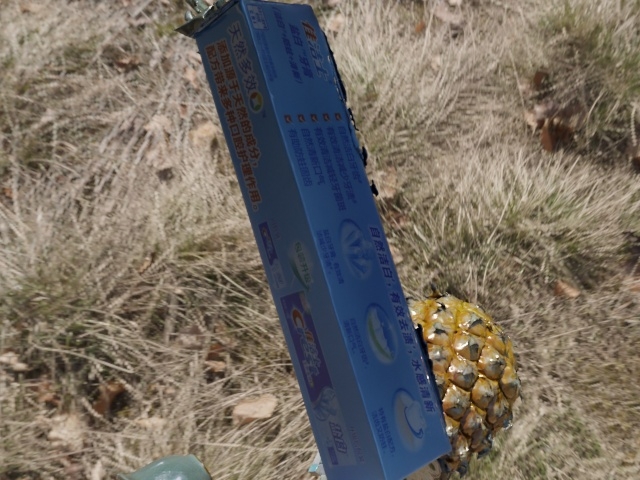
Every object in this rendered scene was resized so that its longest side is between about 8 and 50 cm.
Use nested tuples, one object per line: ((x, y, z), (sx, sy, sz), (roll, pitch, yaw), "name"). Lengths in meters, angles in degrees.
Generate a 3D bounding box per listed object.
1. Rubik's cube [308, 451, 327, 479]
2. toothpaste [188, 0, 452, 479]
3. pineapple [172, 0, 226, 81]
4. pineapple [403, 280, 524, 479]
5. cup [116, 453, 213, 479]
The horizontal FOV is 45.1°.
((0.021, 0.413, 1.406), (0.084, 0.075, 0.073), (-51, 52, 8), "Rubik's cube")
((0.000, 0.000, 0.439), (0.053, 0.066, 0.272), (-21, 84, 45), "toothpaste")
((-0.075, -0.192, 1.022), (0.169, 0.169, 0.340), (-27, 92, 5), "pineapple")
((0.188, 0.258, 1.410), (0.352, 0.352, 0.300), (46, 49, 13), "pineapple")
((-0.304, 0.522, 1.602), (0.150, 0.199, 0.199), (-34, 76, -28), "cup")
